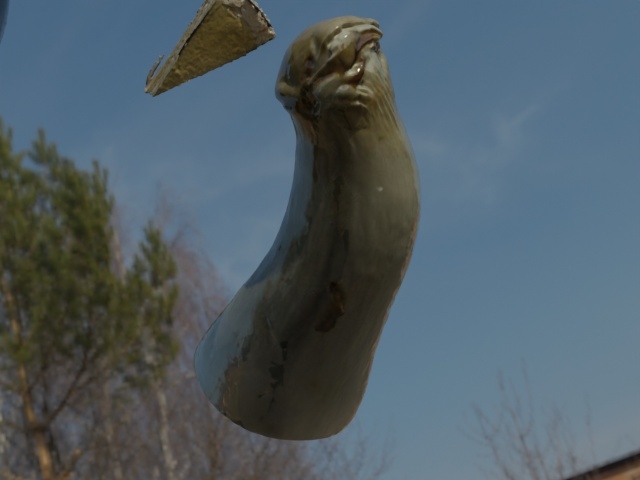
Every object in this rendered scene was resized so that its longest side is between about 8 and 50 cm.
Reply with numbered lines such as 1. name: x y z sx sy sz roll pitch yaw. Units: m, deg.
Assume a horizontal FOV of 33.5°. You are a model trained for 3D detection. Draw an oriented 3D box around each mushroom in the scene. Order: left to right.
1. mushroom: 0.000 -0.001 0.949 0.126 0.177 0.397 -33 -32 -59

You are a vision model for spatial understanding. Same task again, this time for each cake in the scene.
1. cake: -0.097 -0.159 0.899 0.065 0.052 0.121 38 -81 -26

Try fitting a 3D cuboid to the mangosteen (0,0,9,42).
1. mangosteen: -0.480 -0.259 1.129 0.330 0.330 0.330 -15 -25 -7
